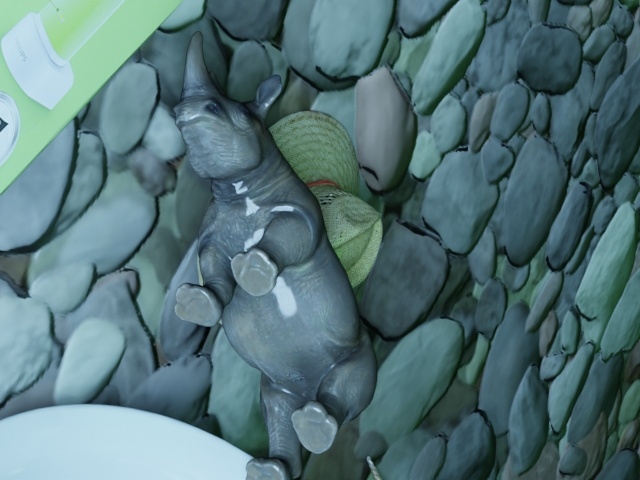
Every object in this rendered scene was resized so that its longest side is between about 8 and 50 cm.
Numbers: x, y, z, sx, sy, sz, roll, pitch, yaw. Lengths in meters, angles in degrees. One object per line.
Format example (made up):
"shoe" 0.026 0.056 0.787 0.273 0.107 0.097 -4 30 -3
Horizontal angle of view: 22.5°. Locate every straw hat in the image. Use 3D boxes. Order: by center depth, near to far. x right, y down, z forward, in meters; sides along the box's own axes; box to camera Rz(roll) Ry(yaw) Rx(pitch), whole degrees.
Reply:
"straw hat" 0.000 0.000 0.932 0.144 0.061 0.144 -27 127 -43

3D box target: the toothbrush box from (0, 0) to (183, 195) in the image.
"toothbrush box" -0.129 -0.177 0.620 0.283 0.122 0.206 -50 140 -23

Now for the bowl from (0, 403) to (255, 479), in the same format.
"bowl" -0.101 0.238 0.786 0.298 0.298 0.134 -15 154 -49

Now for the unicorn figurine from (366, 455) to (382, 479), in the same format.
"unicorn figurine" 0.064 0.238 1.134 0.111 0.060 0.162 7 107 -43

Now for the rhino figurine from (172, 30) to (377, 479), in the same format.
"rhino figurine" -0.031 0.006 0.841 0.106 0.073 0.243 -52 128 -60
